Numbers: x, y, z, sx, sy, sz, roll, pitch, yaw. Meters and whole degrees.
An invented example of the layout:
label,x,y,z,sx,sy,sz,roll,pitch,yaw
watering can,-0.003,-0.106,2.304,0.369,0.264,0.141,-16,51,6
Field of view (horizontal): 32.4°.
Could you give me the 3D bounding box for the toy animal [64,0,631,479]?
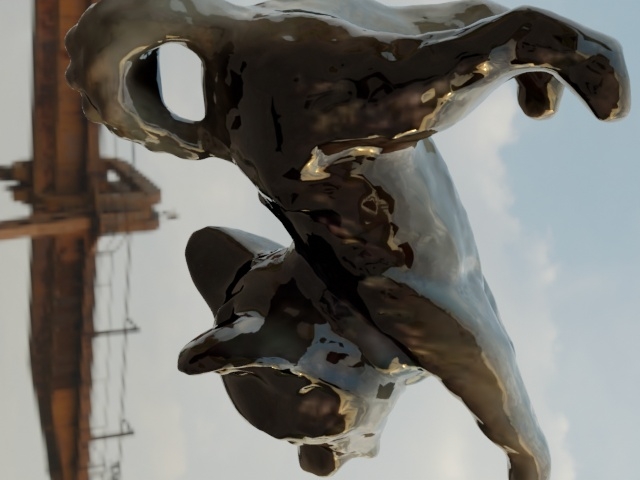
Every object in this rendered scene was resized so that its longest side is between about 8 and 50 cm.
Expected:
label,x,y,z,sx,sy,sz,roll,pitch,yaw
toy animal,0.000,0.000,0.680,0.194,0.303,0.344,-90,-176,-64
